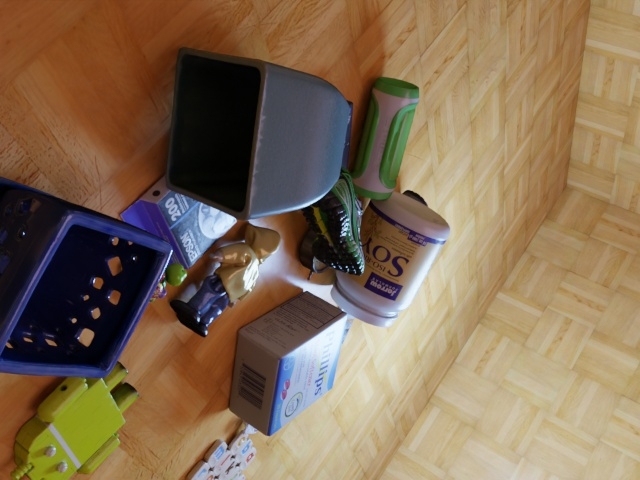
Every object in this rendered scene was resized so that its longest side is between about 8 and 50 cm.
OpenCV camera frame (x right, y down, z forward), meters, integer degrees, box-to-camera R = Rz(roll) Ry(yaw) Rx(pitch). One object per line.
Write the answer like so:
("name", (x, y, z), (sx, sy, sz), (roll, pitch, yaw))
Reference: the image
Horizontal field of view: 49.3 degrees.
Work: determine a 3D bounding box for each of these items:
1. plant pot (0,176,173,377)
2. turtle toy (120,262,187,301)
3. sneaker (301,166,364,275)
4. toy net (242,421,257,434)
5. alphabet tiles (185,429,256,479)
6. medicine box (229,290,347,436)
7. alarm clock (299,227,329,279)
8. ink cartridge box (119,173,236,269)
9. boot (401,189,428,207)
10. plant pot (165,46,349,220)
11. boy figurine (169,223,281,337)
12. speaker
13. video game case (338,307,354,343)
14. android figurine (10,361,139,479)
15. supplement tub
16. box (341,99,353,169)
("plant pot", (-0.399, 0.047, 1.015), (0.236, 0.212, 0.236), (-64, 152, -1))
("turtle toy", (-0.316, 0.076, 1.319), (0.130, 0.066, 0.095), (-29, 140, -35))
("sneaker", (0.058, -0.038, 1.682), (0.146, 0.134, 0.344), (-59, 155, -30))
("toy net", (-0.152, 0.490, 1.985), (0.232, 0.045, 0.122), (-25, 136, -47))
("alphabet tiles", (-0.285, 0.659, 1.923), (0.278, 0.021, 0.284), (-48, 148, -26))
("medicine box", (-0.084, 0.317, 1.841), (0.289, 0.149, 0.264), (-26, 135, -48))
("alarm clock", (0.000, 0.000, 1.806), (0.129, 0.064, 0.192), (-33, 142, -44))
("ink cartridge box", (-0.265, -0.043, 1.346), (0.208, 0.045, 0.206), (-47, 148, -25))
("boot", (0.228, 0.028, 2.162), (0.222, 0.118, 0.338), (-33, 137, -40))
("plant pot", (-0.089, -0.187, 1.220), (0.252, 0.247, 0.248), (-5, 110, -43))
("boy figurine", (-0.195, 0.067, 1.506), (0.285, 0.092, 0.177), (-51, 149, -23))
("speaker", (0.164, -0.261, 1.799), (0.131, 0.131, 0.297), (-21, 130, -52))
("video game case", (0.073, 0.247, 2.189), (0.119, 0.015, 0.166), (14, 101, -62))
("android figurine", (-0.467, 0.359, 1.331), (0.273, 0.056, 0.248), (-45, 147, -34))
("supplement tub", (0.188, 0.050, 1.956), (0.241, 0.241, 0.332), (-2, 122, -59))
("box", (-0.016, -0.208, 1.609), (0.232, 0.059, 0.184), (-36, 142, -42))
